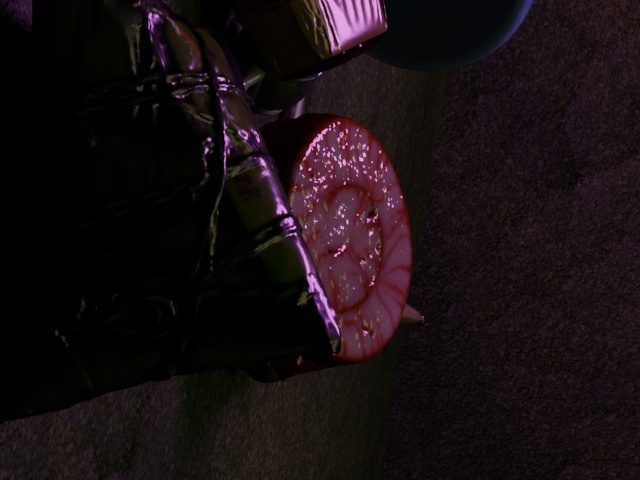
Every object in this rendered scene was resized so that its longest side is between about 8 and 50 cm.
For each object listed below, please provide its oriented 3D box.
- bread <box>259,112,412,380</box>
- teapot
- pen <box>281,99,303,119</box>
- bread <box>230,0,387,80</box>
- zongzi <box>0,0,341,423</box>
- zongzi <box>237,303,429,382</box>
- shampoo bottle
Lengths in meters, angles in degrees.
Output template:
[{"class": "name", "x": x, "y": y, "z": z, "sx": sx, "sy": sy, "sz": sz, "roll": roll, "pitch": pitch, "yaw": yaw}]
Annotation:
[{"class": "bread", "x": 0.001, "y": -0.004, "z": 2.137, "sx": 0.295, "sy": 0.114, "sz": 0.328, "roll": -48, "pitch": 126, "yaw": -45}, {"class": "teapot", "x": -0.059, "y": -0.189, "z": 1.962, "sx": 0.108, "sy": 0.111, "sz": 0.149, "roll": 119, "pitch": -15, "yaw": -47}, {"class": "pen", "x": -0.037, "y": -0.184, "z": 2.272, "sx": 0.028, "sy": 0.028, "sz": 0.239, "roll": 45, "pitch": 56, "yaw": -77}, {"class": "bread", "x": -0.016, "y": -0.300, "z": 1.863, "sx": 0.224, "sy": 0.142, "sz": 0.212, "roll": -35, "pitch": 107, "yaw": -58}, {"class": "zongzi", "x": -0.132, "y": -0.066, "z": 1.427, "sx": 0.362, "sy": 0.319, "sz": 0.383, "roll": -29, "pitch": 109, "yaw": -71}, {"class": "zongzi", "x": 0.016, "y": 0.133, "z": 2.296, "sx": 0.115, "sy": 0.256, "sz": 0.228, "roll": -40, "pitch": -157, "yaw": 51}, {"class": "shampoo bottle", "x": 0.172, "y": -0.446, "z": 2.322, "sx": 0.343, "sy": 0.331, "sz": 0.331, "roll": -60, "pitch": 157, "yaw": -56}]
